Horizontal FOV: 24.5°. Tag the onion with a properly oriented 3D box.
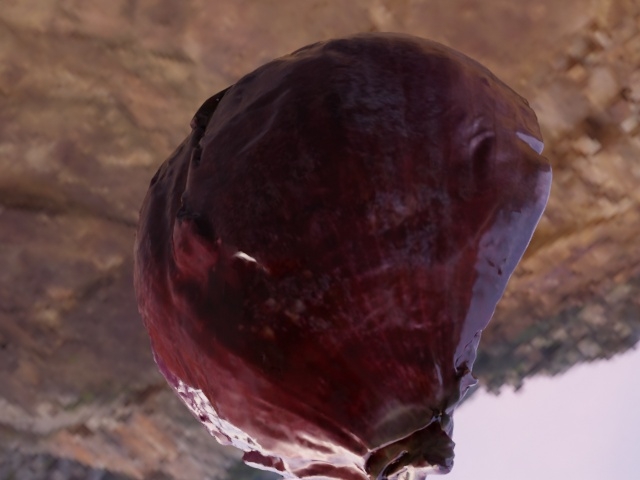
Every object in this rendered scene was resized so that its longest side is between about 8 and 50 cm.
[{"bbox_3d":[0.000,0.000,0.702,0.227,0.120,0.283,-40,-146,13],"label":"onion"}]
